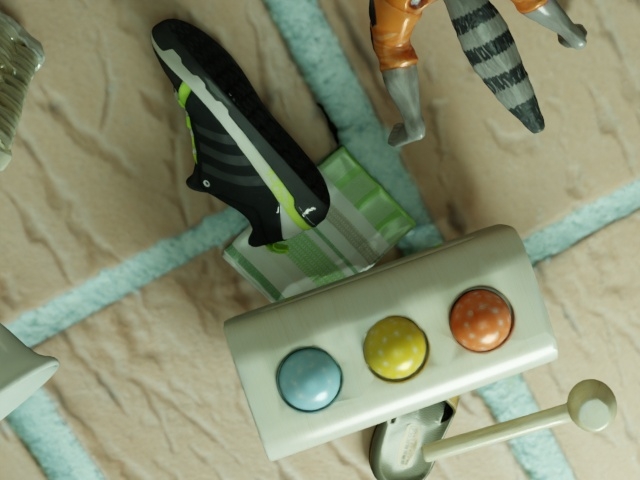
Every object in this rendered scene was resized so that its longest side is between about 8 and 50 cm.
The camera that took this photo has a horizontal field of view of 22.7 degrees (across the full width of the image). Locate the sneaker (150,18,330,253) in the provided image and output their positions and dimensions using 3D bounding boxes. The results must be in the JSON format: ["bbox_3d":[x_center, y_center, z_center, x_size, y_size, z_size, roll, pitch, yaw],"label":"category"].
[{"bbox_3d":[-0.088,-0.081,1.388,0.097,0.084,0.235,-32,109,18],"label":"sneaker"}]

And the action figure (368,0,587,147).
[{"bbox_3d":[0.136,-0.269,1.302,0.341,0.178,0.330,-24,124,3],"label":"action figure"}]

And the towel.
[{"bbox_3d":[0.000,0.000,1.470,0.152,0.023,0.113,-42,113,9],"label":"towel"}]

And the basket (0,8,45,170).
[{"bbox_3d":[-0.440,-0.108,1.225,0.328,0.266,0.331,-44,110,11],"label":"basket"}]

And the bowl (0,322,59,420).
[{"bbox_3d":[-0.379,0.144,1.354,0.298,0.298,0.134,-39,89,8],"label":"bowl"}]

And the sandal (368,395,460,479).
[{"bbox_3d":[0.094,0.150,1.526,0.090,0.060,0.219,8,111,-12],"label":"sandal"}]

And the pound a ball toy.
[{"bbox_3d":[0.097,0.120,1.421,0.319,0.136,0.208,-19,95,-2],"label":"pound a ball toy"}]
